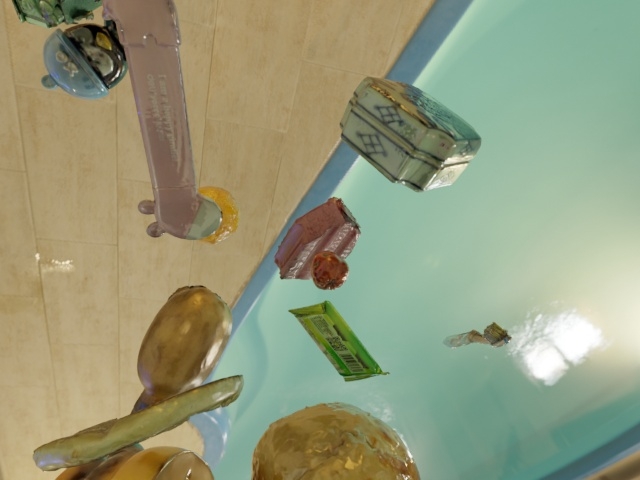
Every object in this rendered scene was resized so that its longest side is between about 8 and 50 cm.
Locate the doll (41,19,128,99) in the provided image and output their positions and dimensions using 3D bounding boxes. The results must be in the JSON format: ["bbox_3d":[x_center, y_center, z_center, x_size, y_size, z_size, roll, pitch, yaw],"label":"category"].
[{"bbox_3d":[-0.568,-0.479,1.030,0.314,0.141,0.177,-37,107,-7],"label":"doll"}]

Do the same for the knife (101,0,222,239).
[{"bbox_3d":[-0.229,-0.167,0.600,0.132,0.038,0.398,-8,127,-15],"label":"knife"}]

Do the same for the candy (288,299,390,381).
[{"bbox_3d":[0.029,0.174,0.683,0.102,0.032,0.178,-22,109,47],"label":"candy"}]

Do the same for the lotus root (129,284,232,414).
[{"bbox_3d":[-0.308,0.249,0.872,0.183,0.183,0.309,39,64,-31],"label":"lotus root"}]

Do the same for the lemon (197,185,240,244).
[{"bbox_3d":[-0.264,-0.061,0.972,0.142,0.187,0.142,0,91,-15],"label":"lemon"}]

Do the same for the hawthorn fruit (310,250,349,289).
[{"bbox_3d":[0.018,0.064,0.894,0.093,0.093,0.093,-6,125,-9],"label":"hawthorn fruit"}]

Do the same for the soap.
[{"bbox_3d":[0.000,0.000,1.181,0.182,0.112,0.289,-1,143,-35],"label":"soap"}]

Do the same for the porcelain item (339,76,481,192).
[{"bbox_3d":[0.214,-0.257,0.954,0.286,0.281,0.157,-15,143,-48],"label":"porcelain item"}]

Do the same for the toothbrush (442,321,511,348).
[{"bbox_3d":[0.309,0.205,0.843,0.035,0.042,0.413,-45,165,-9],"label":"toothbrush"}]

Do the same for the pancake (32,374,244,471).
[{"bbox_3d":[-0.220,0.230,0.516,0.254,0.037,0.253,-19,167,-5],"label":"pancake"}]

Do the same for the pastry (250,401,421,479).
[{"bbox_3d":[0.039,0.509,0.775,0.313,0.388,0.388,4,123,-28],"label":"pastry"}]

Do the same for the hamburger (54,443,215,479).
[{"bbox_3d":[-0.389,0.596,0.769,0.278,0.395,0.395,-11,126,7],"label":"hamburger"}]

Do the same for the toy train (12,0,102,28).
[{"bbox_3d":[-0.560,-0.580,0.918,0.155,0.269,0.115,19,142,3],"label":"toy train"}]
